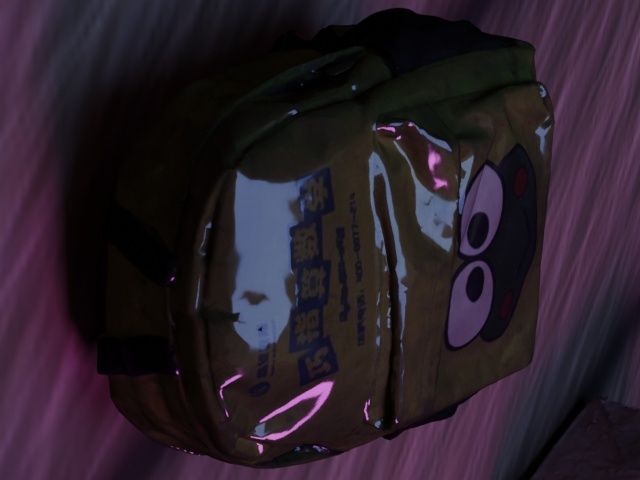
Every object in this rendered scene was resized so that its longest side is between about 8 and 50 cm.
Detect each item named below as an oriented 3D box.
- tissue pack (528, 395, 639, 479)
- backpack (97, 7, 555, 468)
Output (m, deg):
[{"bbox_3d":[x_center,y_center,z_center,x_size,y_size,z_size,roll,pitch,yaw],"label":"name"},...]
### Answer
[{"bbox_3d":[0.212,0.278,1.269,0.201,0.124,0.271,-38,131,-44],"label":"tissue pack"},{"bbox_3d":[0.000,0.000,0.824,0.253,0.140,0.207,-18,114,-49],"label":"backpack"}]
